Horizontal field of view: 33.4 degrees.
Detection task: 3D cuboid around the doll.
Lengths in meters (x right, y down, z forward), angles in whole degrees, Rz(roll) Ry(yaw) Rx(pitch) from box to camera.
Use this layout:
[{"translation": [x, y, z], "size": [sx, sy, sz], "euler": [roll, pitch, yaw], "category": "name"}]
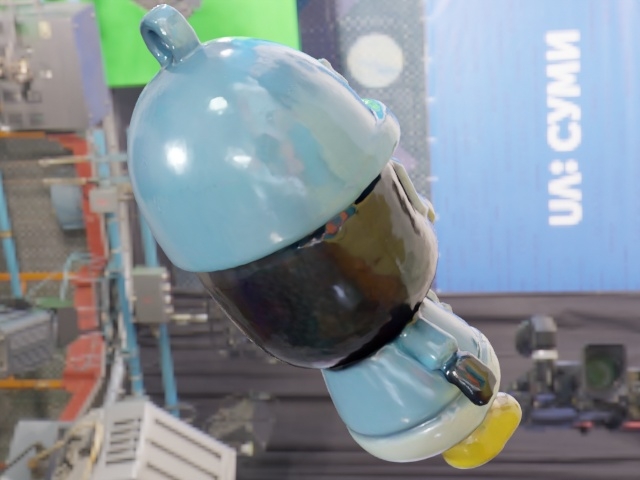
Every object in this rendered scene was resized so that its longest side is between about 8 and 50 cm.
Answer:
[{"translation": [0.000, 0.000, 0.603], "size": [0.314, 0.141, 0.177], "euler": [53, 159, -23], "category": "doll"}]
